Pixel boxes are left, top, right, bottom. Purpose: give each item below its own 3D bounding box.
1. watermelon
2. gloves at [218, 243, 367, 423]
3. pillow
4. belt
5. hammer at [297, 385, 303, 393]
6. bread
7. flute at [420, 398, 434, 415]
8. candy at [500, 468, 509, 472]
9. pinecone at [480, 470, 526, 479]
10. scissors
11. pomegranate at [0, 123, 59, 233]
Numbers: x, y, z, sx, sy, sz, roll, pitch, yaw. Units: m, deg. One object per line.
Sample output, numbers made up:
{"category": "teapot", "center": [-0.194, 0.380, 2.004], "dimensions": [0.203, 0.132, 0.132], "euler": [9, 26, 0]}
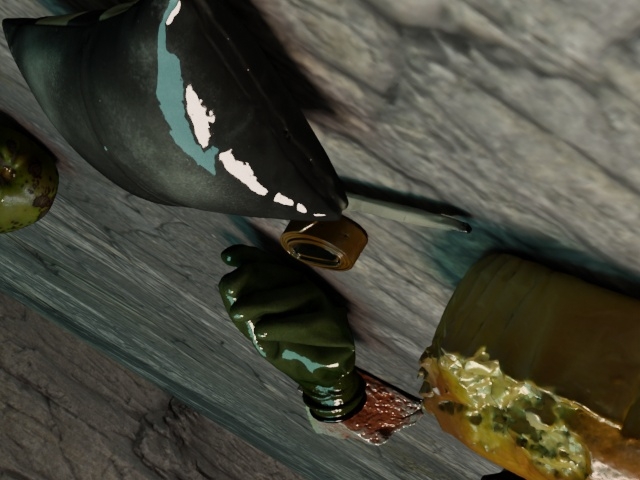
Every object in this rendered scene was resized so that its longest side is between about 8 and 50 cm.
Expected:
{"category": "watermelon", "center": [0.049, 0.235, 1.052], "dimensions": [0.158, 0.097, 0.121], "euler": [27, 159, 1]}
{"category": "gloves", "center": [-0.028, 0.098, 0.825], "dimensions": [0.135, 0.107, 0.268], "euler": [0, 141, 35]}
{"category": "pillow", "center": [-0.113, -0.089, 0.526], "dimensions": [0.250, 0.106, 0.186], "euler": [9, 146, 47]}
{"category": "belt", "center": [0.000, 0.000, 0.670], "dimensions": [0.083, 0.036, 0.059], "euler": [7, 147, 45]}
{"category": "hammer", "center": [-0.023, 0.196, 1.149], "dimensions": [0.103, 0.029, 0.246], "euler": [14, 152, 35]}
{"category": "bread", "center": [0.195, 0.117, 0.545], "dimensions": [0.250, 0.133, 0.179], "euler": [25, 162, 17]}
{"category": "flute", "center": [0.231, 0.249, 0.928], "dimensions": [0.233, 0.027, 0.027], "euler": [23, 157, 21]}
{"category": "candy", "center": [0.303, 0.370, 1.056], "dimensions": [0.086, 0.059, 0.292], "euler": [12, 153, 37]}
{"category": "pinecone", "center": [0.254, 0.292, 0.706], "dimensions": [0.224, 0.272, 0.224], "euler": [1, 167, 0]}
{"category": "scissors", "center": [-0.013, -0.043, 0.615], "dimensions": [0.300, 0.022, 0.109], "euler": [14, 157, 34]}
{"category": "pomegranate", "center": [-0.387, -0.088, 0.913], "dimensions": [0.138, 0.163, 0.125], "euler": [27, 124, -31]}
